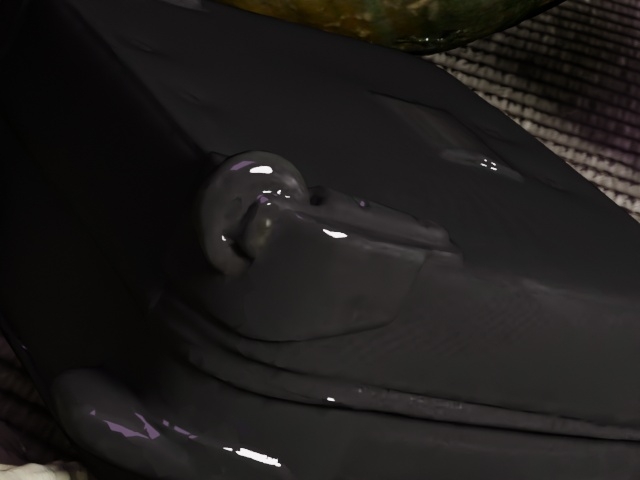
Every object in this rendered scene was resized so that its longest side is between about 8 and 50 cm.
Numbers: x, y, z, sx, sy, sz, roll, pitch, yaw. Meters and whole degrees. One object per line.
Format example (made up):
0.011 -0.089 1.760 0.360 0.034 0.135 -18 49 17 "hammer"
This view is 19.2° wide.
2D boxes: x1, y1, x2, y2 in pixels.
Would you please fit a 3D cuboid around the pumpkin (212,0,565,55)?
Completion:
0.050 -0.306 1.388 0.454 0.344 0.454 -16 25 8 "pumpkin"

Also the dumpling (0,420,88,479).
-0.276 0.084 0.859 0.395 0.233 0.315 13 -2 29 "dumpling"

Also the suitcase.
0.000 0.000 0.938 0.339 0.188 0.345 10 21 -33 "suitcase"
